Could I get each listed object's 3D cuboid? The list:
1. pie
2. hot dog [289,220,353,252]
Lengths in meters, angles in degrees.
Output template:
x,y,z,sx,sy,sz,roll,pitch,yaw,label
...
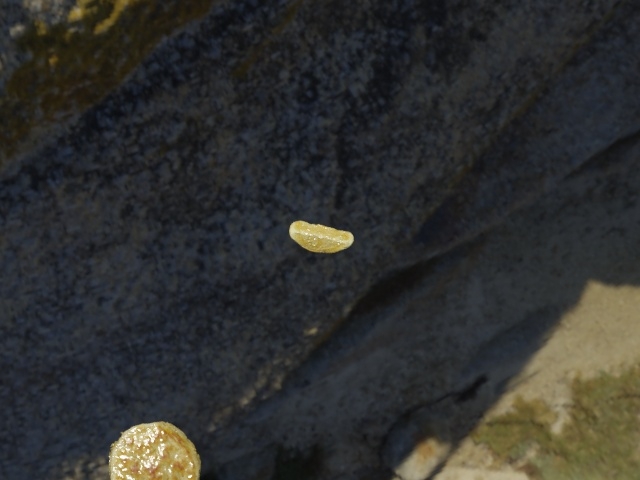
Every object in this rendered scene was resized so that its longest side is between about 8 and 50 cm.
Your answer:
x,y,z,sx,sy,sz,roll,pitch,yaw,label
-0.295,0.422,1.764,0.163,0.193,0.079,-4,179,1,pie
0.000,0.000,1.359,0.090,0.030,0.034,13,126,2,hot dog
